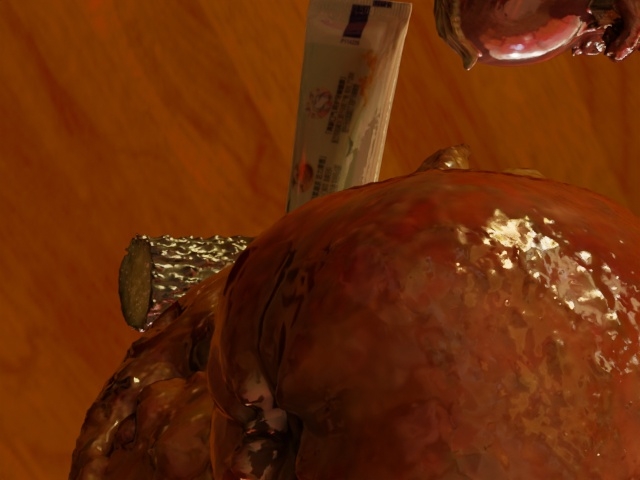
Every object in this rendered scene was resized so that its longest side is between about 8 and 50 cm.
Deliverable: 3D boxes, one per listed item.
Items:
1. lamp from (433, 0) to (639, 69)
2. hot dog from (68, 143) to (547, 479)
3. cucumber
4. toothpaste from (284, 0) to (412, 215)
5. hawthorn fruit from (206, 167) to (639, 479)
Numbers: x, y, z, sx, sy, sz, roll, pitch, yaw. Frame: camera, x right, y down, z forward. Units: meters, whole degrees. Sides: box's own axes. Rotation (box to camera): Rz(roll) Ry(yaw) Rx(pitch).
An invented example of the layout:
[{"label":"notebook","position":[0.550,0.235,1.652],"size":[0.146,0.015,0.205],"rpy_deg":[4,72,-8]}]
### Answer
[{"label":"lamp","position":[0.202,-0.235,1.699],"size":[0.223,0.215,0.151],"rpy_deg":[-5,102,-13]},{"label":"hot dog","position":[0.013,0.092,0.895],"size":[0.267,0.388,0.174],"rpy_deg":[-28,118,28]},{"label":"cucumber","position":[-0.016,0.044,1.757],"size":[0.359,0.096,0.096],"rpy_deg":[2,124,-31]},{"label":"toothpaste","position":[0.000,0.000,1.182],"size":[0.058,0.056,0.314],"rpy_deg":[9,93,-9]},{"label":"hawthorn fruit","position":[0.070,0.046,0.578],"size":[0.203,0.162,0.163],"rpy_deg":[-12,127,-27]}]
